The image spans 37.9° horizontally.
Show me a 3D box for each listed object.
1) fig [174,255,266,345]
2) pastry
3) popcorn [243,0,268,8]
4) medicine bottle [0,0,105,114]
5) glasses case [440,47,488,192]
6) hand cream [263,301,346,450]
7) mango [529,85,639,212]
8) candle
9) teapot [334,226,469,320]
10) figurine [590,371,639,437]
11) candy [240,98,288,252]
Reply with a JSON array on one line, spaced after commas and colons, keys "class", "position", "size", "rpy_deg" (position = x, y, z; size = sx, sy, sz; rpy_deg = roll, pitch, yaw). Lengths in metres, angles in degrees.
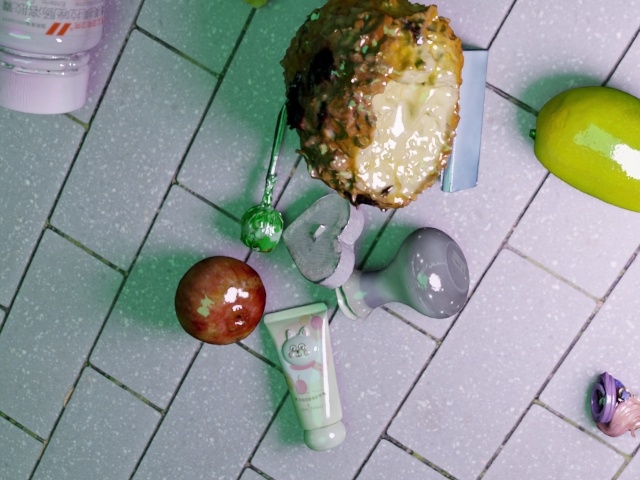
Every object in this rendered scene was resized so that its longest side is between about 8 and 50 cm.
[{"class": "fig", "position": [-0.217, 0.123, 1.949], "size": [0.205, 0.205, 0.205], "rpy_deg": [4, 104, 14]}, {"class": "pastry", "position": [0.080, -0.266, 1.694], "size": [0.337, 0.292, 0.405], "rpy_deg": [50, 145, 42]}, {"class": "popcorn", "position": [-0.139, -0.538, 1.775], "size": [0.179, 0.170, 0.180], "rpy_deg": [-1, 85, 12]}, {"class": "medicine bottle", "position": [-0.562, -0.438, 1.856], "size": [0.256, 0.256, 0.325], "rpy_deg": [18, 115, 10]}, {"class": "glasses case", "position": [0.262, -0.230, 1.777], "size": [0.056, 0.105, 0.266], "rpy_deg": [14, 108, 39]}, {"class": "hand cream", "position": [-0.019, 0.292, 1.987], "size": [0.147, 0.093, 0.306], "rpy_deg": [-14, 90, 18]}, {"class": "mango", "position": [0.550, -0.156, 1.676], "size": [0.343, 0.156, 0.192], "rpy_deg": [27, 118, 4]}, {"class": "candle", "position": [0.000, 0.000, 1.877], "size": [0.168, 0.068, 0.192], "rpy_deg": [5, 74, 39]}, {"class": "teapot", "position": [0.159, 0.080, 1.841], "size": [0.250, 0.183, 0.184], "rpy_deg": [-16, 99, 30]}, {"class": "figurine", "position": [0.597, 0.333, 1.807], "size": [0.157, 0.114, 0.126], "rpy_deg": [25, 143, 3]}, {"class": "candy", "position": [-0.099, -0.134, 1.905], "size": [0.097, 0.097, 0.324], "rpy_deg": [13, 98, 12]}]
